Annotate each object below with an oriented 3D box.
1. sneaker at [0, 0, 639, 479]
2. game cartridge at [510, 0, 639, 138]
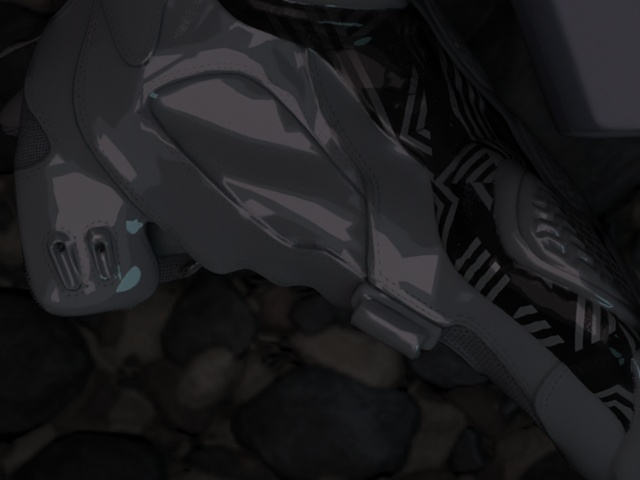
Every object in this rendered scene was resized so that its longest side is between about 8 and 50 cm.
[{"bbox_3d":[0.000,0.000,0.656,0.210,0.137,0.366,-37,87,15],"label":"sneaker"},{"bbox_3d":[0.222,-0.160,0.624,0.294,0.060,0.196,-20,100,14],"label":"game cartridge"}]
